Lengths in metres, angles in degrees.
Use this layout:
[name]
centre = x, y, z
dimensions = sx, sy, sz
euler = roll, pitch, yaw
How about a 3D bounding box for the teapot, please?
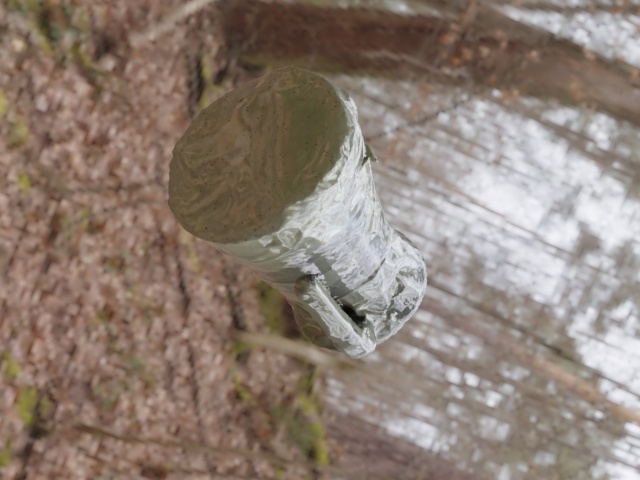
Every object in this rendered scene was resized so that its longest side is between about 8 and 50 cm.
[teapot]
centre = 0.000, 0.000, 0.404
dimensions = 0.057, 0.083, 0.067
euler = -23, -130, 14
